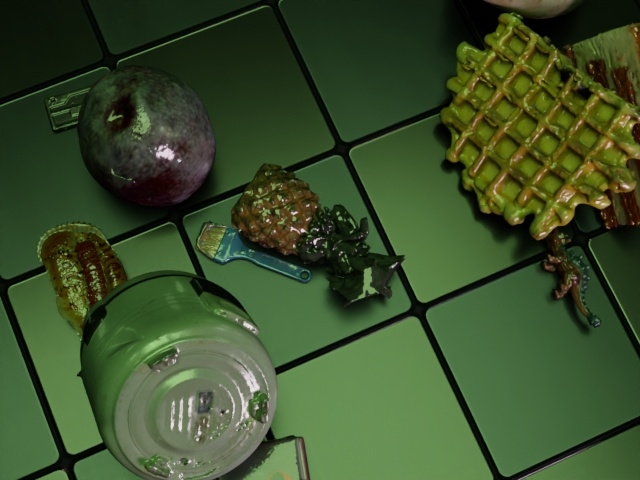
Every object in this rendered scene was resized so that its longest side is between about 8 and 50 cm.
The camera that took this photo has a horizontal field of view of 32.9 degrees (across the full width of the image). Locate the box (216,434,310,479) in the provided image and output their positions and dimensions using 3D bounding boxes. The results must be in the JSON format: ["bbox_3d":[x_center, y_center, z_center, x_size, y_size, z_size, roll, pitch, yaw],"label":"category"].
[{"bbox_3d":[-0.060,0.361,1.334,0.120,0.069,0.224,-10,74,-5],"label":"box"}]

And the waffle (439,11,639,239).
[{"bbox_3d":[0.294,-0.156,1.439,0.283,0.065,0.310,-8,85,32],"label":"waffle"}]

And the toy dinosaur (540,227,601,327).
[{"bbox_3d":[0.335,0.049,1.453,0.055,0.049,0.154,-19,71,-11],"label":"toy dinosaur"}]

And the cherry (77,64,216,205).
[{"bbox_3d":[-0.231,-0.140,1.411,0.195,0.195,0.195,1,74,-2],"label":"cherry"}]

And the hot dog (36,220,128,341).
[{"bbox_3d":[-0.300,0.062,1.417,0.099,0.053,0.192,-26,76,-7],"label":"hot dog"}]

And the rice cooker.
[{"bbox_3d":[-0.170,0.156,1.296,0.226,0.244,0.226,-5,106,-19],"label":"rice cooker"}]

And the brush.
[{"bbox_3d":[-0.088,0.021,1.459,0.164,0.014,0.051,20,75,2],"label":"brush"}]

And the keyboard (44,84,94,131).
[{"bbox_3d":[-0.305,-0.196,1.513,0.155,0.010,0.053,-17,76,-8],"label":"keyboard"}]

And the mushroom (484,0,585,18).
[{"bbox_3d":[0.311,-0.411,1.495,0.189,0.195,0.254,32,41,-11],"label":"mushroom"}]

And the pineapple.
[{"bbox_3d":[0.000,0.000,1.427,0.237,0.111,0.119,31,100,1],"label":"pineapple"}]

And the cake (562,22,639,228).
[{"bbox_3d":[0.406,-0.167,1.437,0.159,0.158,0.262,24,72,-23],"label":"cake"}]
